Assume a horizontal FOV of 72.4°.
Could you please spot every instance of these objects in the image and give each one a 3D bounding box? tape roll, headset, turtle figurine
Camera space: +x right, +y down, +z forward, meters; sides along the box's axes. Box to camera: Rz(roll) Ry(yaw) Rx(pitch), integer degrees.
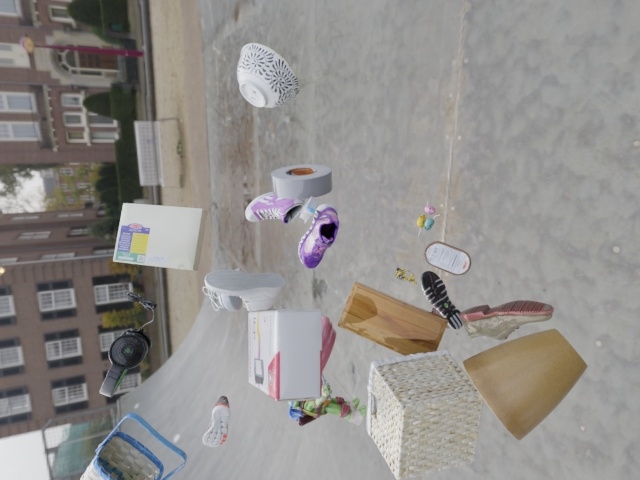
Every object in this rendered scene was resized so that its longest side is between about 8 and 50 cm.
[{"bbox_3d":[-0.066,-0.215,1.574,0.219,0.219,0.072,-138,39,-58],"label":"tape roll"},{"bbox_3d":[-0.774,0.412,1.730,0.394,0.185,0.243,-63,11,-6],"label":"headset"},{"bbox_3d":[0.033,0.535,1.569,0.198,0.266,0.275,-52,18,51],"label":"turtle figurine"}]

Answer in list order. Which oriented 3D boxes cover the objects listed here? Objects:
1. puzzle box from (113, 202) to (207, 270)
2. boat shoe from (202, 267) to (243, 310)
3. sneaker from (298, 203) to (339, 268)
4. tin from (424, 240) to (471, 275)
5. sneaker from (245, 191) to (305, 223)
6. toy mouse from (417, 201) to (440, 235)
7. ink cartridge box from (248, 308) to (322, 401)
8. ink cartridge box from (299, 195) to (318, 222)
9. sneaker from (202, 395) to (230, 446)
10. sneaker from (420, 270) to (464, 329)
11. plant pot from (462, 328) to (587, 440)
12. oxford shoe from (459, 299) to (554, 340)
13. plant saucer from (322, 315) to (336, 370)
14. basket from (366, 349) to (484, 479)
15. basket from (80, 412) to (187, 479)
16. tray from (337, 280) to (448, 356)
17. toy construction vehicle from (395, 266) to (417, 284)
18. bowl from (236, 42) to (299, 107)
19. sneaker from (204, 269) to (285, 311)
[{"bbox_3d":[-0.708,-0.020,1.929,0.052,0.408,0.272,31,-114,-73],"label":"puzzle box"},{"bbox_3d":[-0.413,0.211,1.831,0.367,0.156,0.136,-107,1,-74],"label":"boat shoe"},{"bbox_3d":[0.000,0.000,1.447,0.236,0.095,0.104,-67,29,23],"label":"sneaker"},{"bbox_3d":[0.508,0.072,1.751,0.106,0.189,0.040,-70,-16,10],"label":"tin"},{"bbox_3d":[-0.193,-0.121,1.810,0.102,0.282,0.161,48,-156,-42],"label":"sneaker"},{"bbox_3d":[0.478,-0.104,1.950,0.143,0.031,0.161,166,118,-69],"label":"toy mouse"},{"bbox_3d":[-0.107,0.304,1.219,0.306,0.131,0.226,158,112,-65],"label":"ink cartridge box"},{"bbox_3d":[-0.040,-0.097,1.398,0.083,0.028,0.048,-46,22,49],"label":"ink cartridge box"},{"bbox_3d":[-0.270,0.483,1.171,0.065,0.061,0.158,-102,32,-65],"label":"sneaker"},{"bbox_3d":[0.509,0.279,1.949,0.281,0.106,0.162,62,163,11],"label":"sneaker"},{"bbox_3d":[0.558,0.356,1.167,0.254,0.237,0.237,-39,47,13],"label":"plant pot"},{"bbox_3d":[0.713,0.308,1.665,0.348,0.123,0.130,-16,91,46],"label":"oxford shoe"},{"bbox_3d":[-0.021,0.488,1.873,0.332,0.084,0.332,-63,2,4],"label":"plant saucer"},{"bbox_3d":[0.360,0.612,1.564,0.266,0.331,0.329,-130,38,-67],"label":"basket"},{"bbox_3d":[-0.622,0.729,1.434,0.255,0.289,0.201,47,-170,-9],"label":"basket"},{"bbox_3d":[0.299,0.344,1.830,0.076,0.410,0.203,6,-74,-78],"label":"tray"},{"bbox_3d":[0.347,0.139,1.778,0.086,0.098,0.035,-115,48,-71],"label":"toy construction vehicle"},{"bbox_3d":[-0.143,-0.377,1.054,0.080,0.170,0.170,-57,13,-20],"label":"bowl"},{"bbox_3d":[-0.291,0.200,1.623,0.108,0.292,0.169,-106,31,-43],"label":"sneaker"}]
